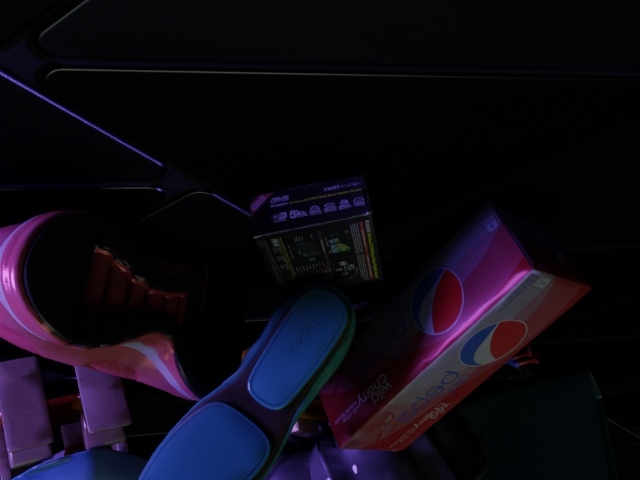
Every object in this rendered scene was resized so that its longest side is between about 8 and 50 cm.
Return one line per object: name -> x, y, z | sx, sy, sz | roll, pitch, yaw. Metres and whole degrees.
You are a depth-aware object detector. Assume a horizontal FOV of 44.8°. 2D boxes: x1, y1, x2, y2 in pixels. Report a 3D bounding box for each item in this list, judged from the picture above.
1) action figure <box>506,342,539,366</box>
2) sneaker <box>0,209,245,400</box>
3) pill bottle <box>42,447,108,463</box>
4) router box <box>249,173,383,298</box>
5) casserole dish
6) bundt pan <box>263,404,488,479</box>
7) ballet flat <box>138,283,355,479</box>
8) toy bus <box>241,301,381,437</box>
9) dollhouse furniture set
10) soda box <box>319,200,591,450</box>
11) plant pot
action figure -> 0.214, 0.150, 0.979 | 0.115, 0.030, 0.038 | -20, 145, 28
sneaker -> -0.172, 0.056, 0.648 | 0.136, 0.116, 0.314 | 0, 158, 26
pill bottle -> -0.412, 0.425, 1.129 | 0.323, 0.181, 0.181 | -30, 145, 33
router box -> 0.000, 0.000, 0.635 | 0.092, 0.038, 0.122 | -10, 152, 3
casserole dish -> -0.254, 0.268, 0.843 | 0.114, 0.037, 0.188 | -20, 157, 0
bundt pan -> 0.019, 0.260, 0.908 | 0.331, 0.124, 0.331 | -27, -175, 3
ballet flat -> -0.054, 0.146, 0.653 | 0.247, 0.083, 0.087 | -50, 165, -9
toy bus -> -0.030, 0.162, 0.848 | 0.191, 0.104, 0.202 | -5, 151, -9
dollhouse furniture set -> -0.343, 0.201, 0.844 | 0.259, 0.135, 0.262 | -9, 154, -25
soda box -> 0.111, 0.089, 0.715 | 0.092, 0.083, 0.263 | 15, 127, -39
plant pot -> 0.306, 0.306, 1.162 | 0.234, 0.166, 0.165 | -12, 152, 21
